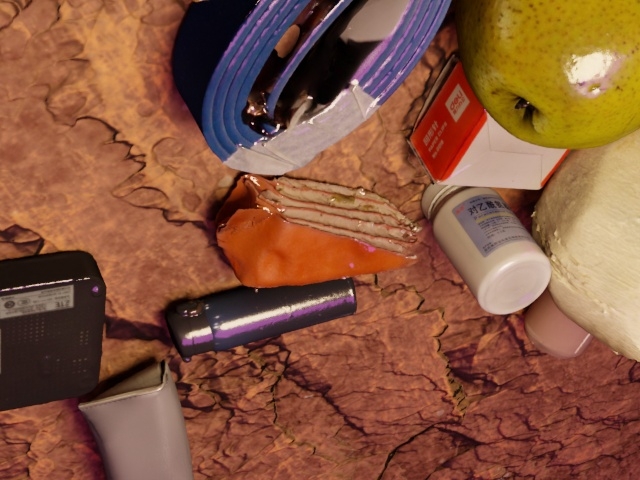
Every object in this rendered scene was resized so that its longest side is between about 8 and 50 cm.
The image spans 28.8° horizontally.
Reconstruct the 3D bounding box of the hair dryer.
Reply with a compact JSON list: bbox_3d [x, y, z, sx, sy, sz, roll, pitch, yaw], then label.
[{"bbox_3d":[0.475,0.081,1.893,0.344,0.107,0.189,0,131,-38],"label":"hair dryer"}]

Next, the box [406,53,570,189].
[{"bbox_3d":[0.218,-0.141,1.523,0.182,0.099,0.133,1,135,-32],"label":"box"}]

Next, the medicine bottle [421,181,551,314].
[{"bbox_3d":[0.206,-0.002,1.581,0.102,0.187,0.103,-15,136,-15],"label":"medicine bottle"}]

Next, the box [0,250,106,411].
[{"bbox_3d":[-0.427,0.123,1.441,0.350,0.058,0.211,-9,133,-23],"label":"box"}]

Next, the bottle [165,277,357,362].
[{"bbox_3d":[-0.076,0.089,1.595,0.244,0.072,0.082,-16,125,-16],"label":"bottle"}]

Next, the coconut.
[{"bbox_3d":[0.469,0.006,1.575,0.346,0.360,0.346,-36,148,-27],"label":"coconut"}]

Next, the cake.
[{"bbox_3d":[-0.002,-0.004,1.534,0.287,0.098,0.135,5,126,-27],"label":"cake"}]

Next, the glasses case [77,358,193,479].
[{"bbox_3d":[-0.242,0.273,1.673,0.128,0.083,0.308,-13,136,-10],"label":"glasses case"}]

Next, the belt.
[{"bbox_3d":[-0.004,-0.233,1.296,0.212,0.117,0.347,23,115,-41],"label":"belt"}]

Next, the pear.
[{"bbox_3d":[0.278,-0.234,1.342,0.294,0.294,0.294,-16,136,-16],"label":"pear"}]
